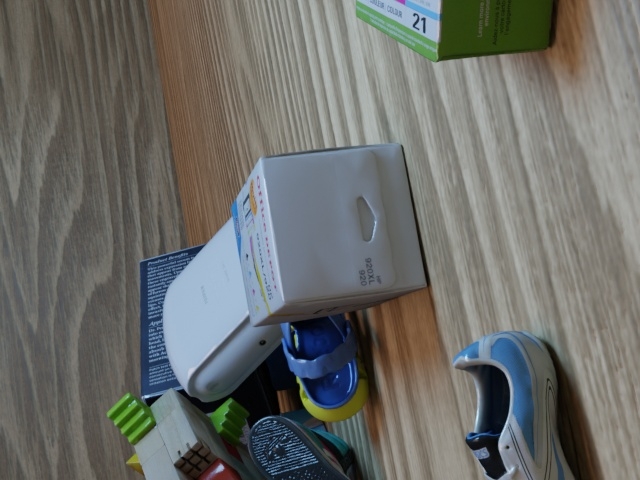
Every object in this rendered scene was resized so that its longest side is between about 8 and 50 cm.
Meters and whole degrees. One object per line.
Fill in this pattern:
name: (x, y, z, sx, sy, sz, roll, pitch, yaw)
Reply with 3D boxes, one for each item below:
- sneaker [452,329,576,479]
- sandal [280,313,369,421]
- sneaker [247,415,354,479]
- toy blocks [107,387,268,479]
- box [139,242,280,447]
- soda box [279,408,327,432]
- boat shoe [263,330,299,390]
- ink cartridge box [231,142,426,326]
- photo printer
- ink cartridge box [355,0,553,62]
sneaker: (0.165, 0.192, 0.710, 0.085, 0.086, 0.237, 131, 128, -69)
sandal: (-0.017, 0.091, 1.232, 0.138, 0.126, 0.317, 70, 176, -67)
sneaker: (0.018, 0.389, 1.315, 0.295, 0.124, 0.178, 50, -177, 18)
toy blocks: (-0.138, 0.402, 1.349, 0.381, 0.191, 0.261, 47, 180, -36)
box: (-0.215, 0.238, 1.741, 0.395, 0.212, 0.293, -105, 1, -52)
soda box: (-0.011, 0.384, 1.509, 0.210, 0.071, 0.067, -118, 24, -53)
boat shoe: (-0.081, 0.175, 1.588, 0.258, 0.109, 0.089, 100, 155, -46)
ink cartridge box: (0.000, 0.000, 1.057, 0.233, 0.168, 0.171, 140, 121, -72)
photo printer: (-0.146, 0.101, 1.471, 0.307, 0.107, 0.256, -46, 37, 17)
ink cartridge box: (0.098, -0.286, 0.668, 0.189, 0.097, 0.255, -126, 30, -60)
